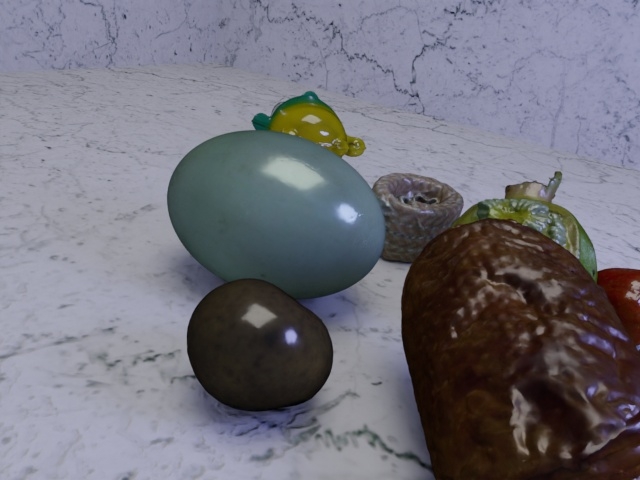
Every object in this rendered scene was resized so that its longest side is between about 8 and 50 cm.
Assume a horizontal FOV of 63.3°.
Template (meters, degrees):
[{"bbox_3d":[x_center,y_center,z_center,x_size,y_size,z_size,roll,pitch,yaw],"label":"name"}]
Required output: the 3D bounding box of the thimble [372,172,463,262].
[{"bbox_3d":[0.203,-0.051,1.160,0.196,0.148,0.229,21,30,18],"label":"thimble"}]

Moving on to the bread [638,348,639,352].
[{"bbox_3d":[0.501,0.243,0.708,0.094,0.102,0.245,15,27,-3],"label":"bread"}]

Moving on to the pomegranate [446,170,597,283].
[{"bbox_3d":[0.335,0.023,0.885,0.260,0.260,0.341,21,66,23],"label":"pomegranate"}]

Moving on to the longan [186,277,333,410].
[{"bbox_3d":[-0.075,0.133,0.651,0.187,0.167,0.167,15,24,-12],"label":"longan"}]

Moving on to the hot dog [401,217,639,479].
[{"bbox_3d":[0.219,0.138,0.614,0.267,0.174,0.388,-27,35,18],"label":"hot dog"}]

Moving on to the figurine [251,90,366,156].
[{"bbox_3d":[-0.040,-0.317,1.530,0.323,0.232,0.340,8,20,-16],"label":"figurine"}]

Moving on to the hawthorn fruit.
[{"bbox_3d":[0.542,0.113,0.945,0.148,0.148,0.172,-7,22,-31],"label":"hawthorn fruit"}]

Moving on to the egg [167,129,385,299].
[{"bbox_3d":[-0.078,-0.045,0.888,0.388,0.276,0.276,18,26,12],"label":"egg"}]

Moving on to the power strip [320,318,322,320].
[{"bbox_3d":[-0.010,0.148,0.815,0.027,0.017,0.083,6,24,-4],"label":"power strip"}]
